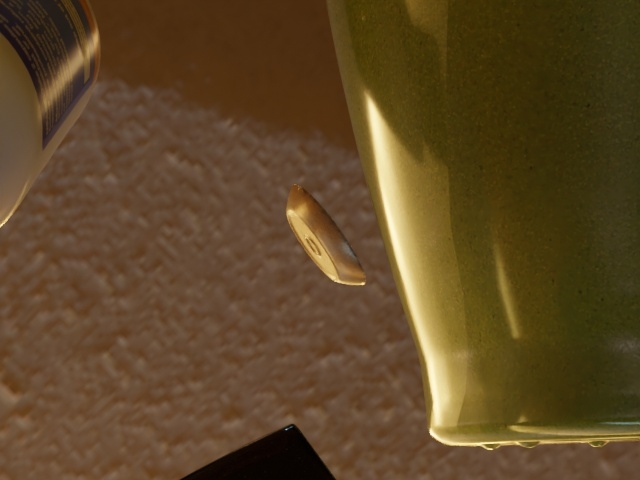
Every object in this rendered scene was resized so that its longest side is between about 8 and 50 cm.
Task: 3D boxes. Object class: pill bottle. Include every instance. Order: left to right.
[{"bbox_3d":[-0.219,-0.078,0.988,0.152,0.152,0.272,39,-162,-9],"label":"pill bottle"}]

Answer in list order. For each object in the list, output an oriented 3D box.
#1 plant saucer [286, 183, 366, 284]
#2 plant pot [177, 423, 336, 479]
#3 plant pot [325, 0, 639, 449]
[{"bbox_3d":[0.000,0.000,1.210,0.015,0.083,0.083,-36,-95,-11],"label":"plant saucer"},{"bbox_3d":[-0.045,0.206,0.617,0.167,0.187,0.188,-14,-147,-18],"label":"plant pot"},{"bbox_3d":[0.168,-0.068,0.946,0.367,0.366,0.352,4,-100,-36],"label":"plant pot"}]
